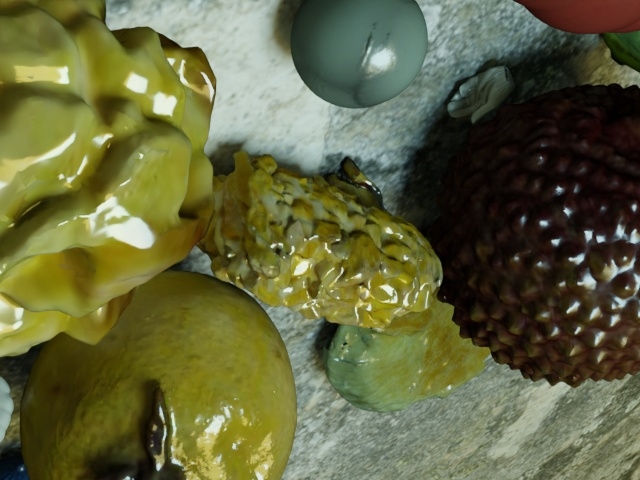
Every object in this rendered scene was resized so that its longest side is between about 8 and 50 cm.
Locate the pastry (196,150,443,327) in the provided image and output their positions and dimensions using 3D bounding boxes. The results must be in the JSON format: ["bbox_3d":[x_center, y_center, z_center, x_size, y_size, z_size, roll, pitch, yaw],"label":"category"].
[{"bbox_3d":[0.000,0.000,0.985,0.250,0.154,0.102,14,123,-45],"label":"pastry"}]

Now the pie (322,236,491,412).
[{"bbox_3d":[0.129,0.086,1.293,0.306,0.071,0.306,-29,144,-23],"label":"pie"}]

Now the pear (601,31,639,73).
[{"bbox_3d":[0.391,-0.287,1.011,0.282,0.176,0.286,-41,150,-3],"label":"pear"}]

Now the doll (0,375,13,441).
[{"bbox_3d":[-0.313,0.191,0.920,0.138,0.119,0.293,-58,168,-47],"label":"doll"}]

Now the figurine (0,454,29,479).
[{"bbox_3d":[-0.296,0.264,1.075,0.149,0.087,0.086,-44,169,34],"label":"figurine"}]

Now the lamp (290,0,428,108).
[{"bbox_3d":[0.029,-0.153,0.861,0.105,0.105,0.105,-27,146,-20],"label":"lamp"}]

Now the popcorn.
[{"bbox_3d":[-0.218,-0.032,0.654,0.332,0.225,0.265,-25,167,-10],"label":"popcorn"}]

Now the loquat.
[{"bbox_3d":[-0.133,0.146,0.931,0.244,0.244,0.244,-27,146,-20],"label":"loquat"}]

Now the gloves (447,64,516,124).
[{"bbox_3d":[0.158,-0.139,1.067,0.081,0.044,0.037,-21,161,9],"label":"gloves"}]

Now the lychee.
[{"bbox_3d":[0.262,-0.005,1.070,0.306,0.306,0.330,-15,144,-34],"label":"lychee"}]

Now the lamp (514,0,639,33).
[{"bbox_3d":[0.201,-0.262,0.819,0.227,0.227,0.227,-27,146,-20],"label":"lamp"}]
